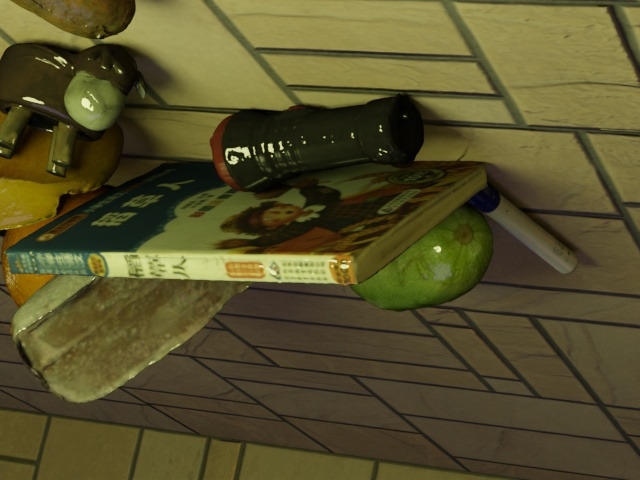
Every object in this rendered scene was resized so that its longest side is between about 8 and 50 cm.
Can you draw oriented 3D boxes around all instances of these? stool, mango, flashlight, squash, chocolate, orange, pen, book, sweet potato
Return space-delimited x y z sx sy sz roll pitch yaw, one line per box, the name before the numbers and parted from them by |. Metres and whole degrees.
stool | -0.258 -0.137 1.752 0.125 0.121 0.217 28 163 -39
mango | -0.344 -0.095 1.875 0.261 0.167 0.130 4 149 -11
flashlight | -0.003 -0.103 1.752 0.232 0.093 0.093 -9 154 39
squash | 0.101 0.029 2.044 0.118 0.118 0.370 17 165 -15
chocolate | -0.226 0.057 2.067 0.100 0.303 0.185 50 173 46
orange | -0.295 0.030 2.202 0.224 0.170 0.224 -7 160 -2
pen | 0.223 -0.019 1.949 0.033 0.033 0.269 0 161 35
book | -0.076 -0.024 1.815 0.428 0.039 0.300 1 -159 31
sweet potato | -0.277 -0.245 1.484 0.273 0.075 0.075 23 161 -25

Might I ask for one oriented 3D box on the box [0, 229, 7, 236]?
box | -0.448 -0.053 2.293 0.212 0.042 0.201 -3 158 40
